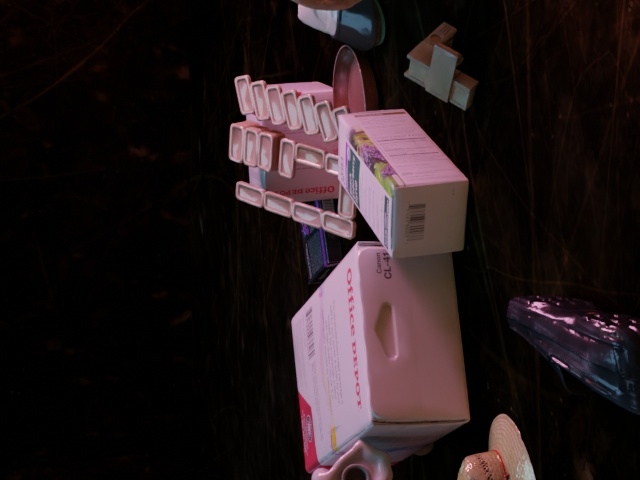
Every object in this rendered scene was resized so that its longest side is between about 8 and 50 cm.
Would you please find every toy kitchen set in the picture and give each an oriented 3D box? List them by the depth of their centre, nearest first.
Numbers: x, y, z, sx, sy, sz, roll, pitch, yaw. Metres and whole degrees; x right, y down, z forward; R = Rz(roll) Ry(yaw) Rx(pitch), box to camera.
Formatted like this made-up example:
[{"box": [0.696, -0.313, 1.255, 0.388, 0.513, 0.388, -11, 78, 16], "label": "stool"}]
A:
[{"box": [0.149, -0.205, 1.377, 0.083, 0.075, 0.068, 33, 146, 19], "label": "toy kitchen set"}]

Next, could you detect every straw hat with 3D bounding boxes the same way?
[{"box": [0.182, 0.266, 1.366, 0.144, 0.061, 0.144, 175, 90, -76], "label": "straw hat"}]

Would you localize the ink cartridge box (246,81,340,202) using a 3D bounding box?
[{"box": [-0.044, -0.155, 1.980, 0.127, 0.128, 0.176, -142, 49, -70], "label": "ink cartridge box"}]

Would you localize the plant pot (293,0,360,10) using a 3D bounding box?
[{"box": [-0.024, -0.443, 1.491, 0.305, 0.334, 0.334, 55, 149, 42], "label": "plant pot"}]

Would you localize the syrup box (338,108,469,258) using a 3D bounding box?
[{"box": [0.094, -0.074, 1.518, 0.237, 0.096, 0.093, -122, 29, -59], "label": "syrup box"}]

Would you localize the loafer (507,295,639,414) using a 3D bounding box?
[{"box": [0.224, 0.095, 1.091, 0.223, 0.076, 0.078, -157, 70, -70], "label": "loafer"}]

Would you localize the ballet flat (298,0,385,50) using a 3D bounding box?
[{"box": [0.008, -0.345, 1.762, 0.280, 0.096, 0.095, -114, 23, -52], "label": "ballet flat"}]

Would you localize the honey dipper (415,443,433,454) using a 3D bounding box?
[{"box": [0.117, 0.228, 1.690, 0.161, 0.030, 0.030, -112, 21, -56], "label": "honey dipper"}]

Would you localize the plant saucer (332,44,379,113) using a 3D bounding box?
[{"box": [0.052, -0.195, 1.784, 0.168, 0.029, 0.168, 175, 90, -77], "label": "plant saucer"}]

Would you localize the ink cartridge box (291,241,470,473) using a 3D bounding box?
[{"box": [0.067, 0.157, 1.577, 0.306, 0.131, 0.226, 131, 137, -64], "label": "ink cartridge box"}]

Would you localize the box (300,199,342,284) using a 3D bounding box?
[{"box": [0.000, 0.000, 2.077, 0.162, 0.029, 0.116, 133, 131, -70], "label": "box"}]

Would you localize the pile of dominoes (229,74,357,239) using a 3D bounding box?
[{"box": [-0.031, -0.129, 1.833, 0.251, 0.040, 0.196, 20, 116, 36], "label": "pile of dominoes"}]

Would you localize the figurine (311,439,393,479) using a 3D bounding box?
[{"box": [0.091, 0.342, 1.505, 0.092, 0.215, 0.209, -57, -13, -22], "label": "figurine"}]
